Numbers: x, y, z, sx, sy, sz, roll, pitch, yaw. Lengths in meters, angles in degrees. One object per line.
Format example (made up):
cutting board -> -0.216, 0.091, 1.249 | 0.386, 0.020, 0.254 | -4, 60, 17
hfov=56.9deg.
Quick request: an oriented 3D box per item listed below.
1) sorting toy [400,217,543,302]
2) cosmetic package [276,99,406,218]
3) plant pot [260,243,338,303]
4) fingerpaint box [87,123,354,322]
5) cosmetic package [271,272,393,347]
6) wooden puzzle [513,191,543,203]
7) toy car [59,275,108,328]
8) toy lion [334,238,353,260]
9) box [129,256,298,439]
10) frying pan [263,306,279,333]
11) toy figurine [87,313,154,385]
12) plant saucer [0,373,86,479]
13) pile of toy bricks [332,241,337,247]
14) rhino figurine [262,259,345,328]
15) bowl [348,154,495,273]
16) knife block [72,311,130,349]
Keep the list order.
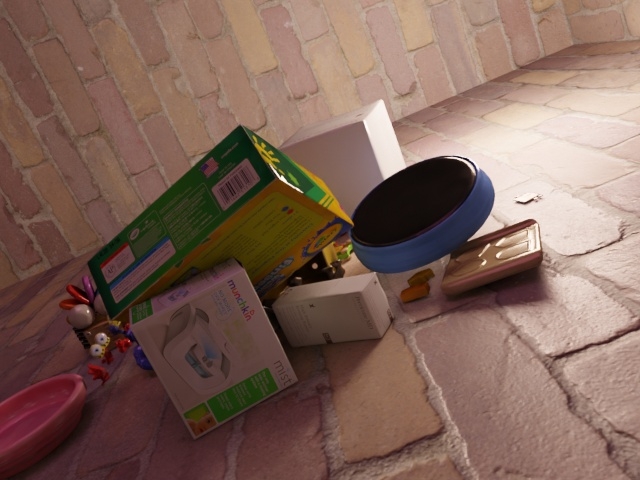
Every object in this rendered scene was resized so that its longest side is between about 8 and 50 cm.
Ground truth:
sorting toy -> 0.330, 0.056, 1.286 | 0.308, 0.041, 0.229 | -23, 13, 24
cosmetic package -> 0.089, -0.251, 2.029 | 0.330, 0.327, 0.393 | -16, 18, 20
plant pot -> -0.056, 0.047, 1.567 | 0.212, 0.212, 0.187 | -18, 4, 20
fingerpaint box -> -0.203, 0.003, 1.295 | 0.445, 0.163, 0.371 | -39, -26, 13
cosmetic package -> 0.024, 0.151, 1.257 | 0.231, 0.117, 0.085 | -13, 20, 35
wooden puzzle -> 0.544, -0.112, 1.557 | 0.049, 0.006, 0.083 | -27, 17, -10
toy car -> -0.711, 0.176, 1.818 | 0.182, 0.136, 0.159 | -28, 17, -15
toy lion -> 0.055, 0.036, 1.724 | 0.096, 0.034, 0.100 | -23, 15, 26
box -> -0.206, 0.203, 1.152 | 0.231, 0.261, 0.127 | -26, 18, -12
frying pan -> -0.238, 0.237, 1.303 | 0.326, 0.197, 0.053 | -26, 58, 2
toy figurine -> -0.423, 0.231, 1.559 | 0.218, 0.191, 0.362 | 15, 53, 4
plant saucer -> -0.696, 0.443, 1.381 | 0.333, 0.084, 0.332 | -21, 18, 7
pile of toy bricks -> 0.000, 0.000, 1.818 | 0.105, 0.118, 0.212 | 26, 25, 16
rhino figurine -> -0.042, 0.141, 1.408 | 0.244, 0.106, 0.073 | -24, -12, 3
bowl -> 0.244, -0.079, 1.508 | 0.391, 0.077, 0.391 | -27, 28, 16
knife block -> -0.652, 0.257, 1.882 | 0.276, 0.088, 0.242 | -25, 17, -4
